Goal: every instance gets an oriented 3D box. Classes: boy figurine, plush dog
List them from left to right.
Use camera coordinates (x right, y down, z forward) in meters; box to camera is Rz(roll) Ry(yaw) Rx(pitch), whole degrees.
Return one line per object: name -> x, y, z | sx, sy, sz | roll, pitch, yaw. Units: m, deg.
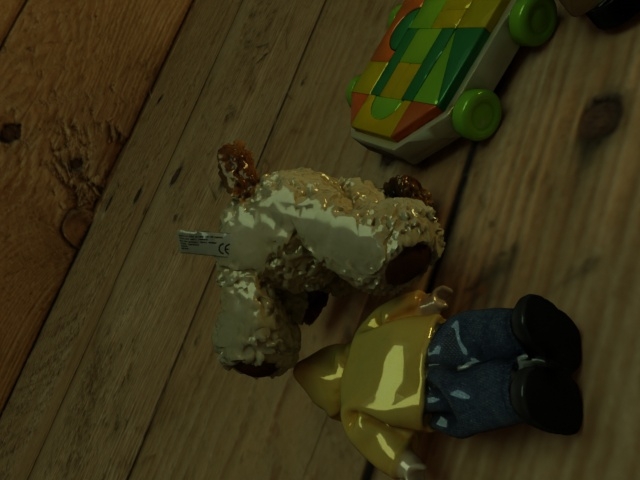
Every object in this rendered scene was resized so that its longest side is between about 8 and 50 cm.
plush dog -> 0.000, 0.000, 0.605 | 0.262, 0.225, 0.210 | -39, 72, 21
boy figurine -> 0.080, 0.132, 0.509 | 0.285, 0.092, 0.177 | -23, 49, 46

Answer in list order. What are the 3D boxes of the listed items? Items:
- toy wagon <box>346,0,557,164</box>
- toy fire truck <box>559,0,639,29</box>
toy wagon -> 0.163, -0.263, 0.706 | 0.344, 0.068, 0.267 | -60, 32, 3
toy fire truck -> 0.292, -0.368, 0.550 | 0.217, 0.158, 0.246 | -39, 27, 33
